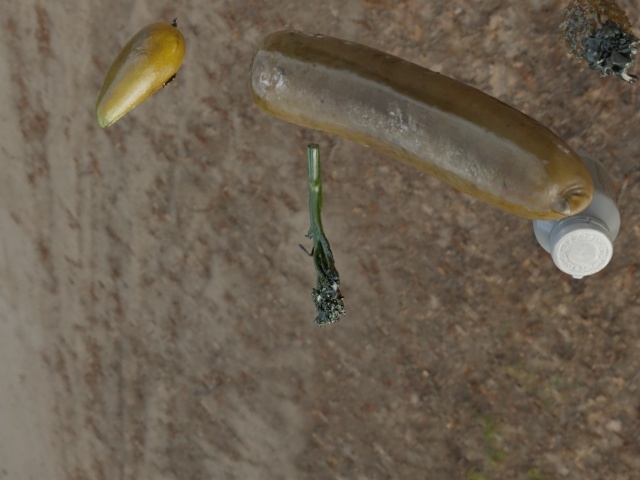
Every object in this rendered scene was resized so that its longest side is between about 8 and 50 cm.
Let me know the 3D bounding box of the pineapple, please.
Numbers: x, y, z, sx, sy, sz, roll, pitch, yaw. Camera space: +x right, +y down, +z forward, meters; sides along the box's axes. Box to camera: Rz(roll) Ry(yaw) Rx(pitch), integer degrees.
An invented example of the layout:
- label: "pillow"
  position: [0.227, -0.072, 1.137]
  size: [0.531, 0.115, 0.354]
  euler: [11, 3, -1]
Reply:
- label: "pineapple"
  position: [0.417, -0.293, 1.449]
  size: [0.108, 0.197, 0.108]
  euler: [-1, 124, -1]

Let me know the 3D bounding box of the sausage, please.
- label: "sausage"
  position: [0.117, -0.154, 1.233]
  size: [0.501, 0.136, 0.123]
  euler: [26, 132, 26]

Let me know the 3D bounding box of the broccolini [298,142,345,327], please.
- label: "broccolini"
  position: [-0.001, -0.008, 1.411]
  size: [0.123, 0.062, 0.271]
  euler: [171, 94, -71]

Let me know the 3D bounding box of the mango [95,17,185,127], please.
- label: "mango"
  position: [-0.257, -0.239, 1.385]
  size: [0.066, 0.187, 0.101]
  euler: [41, 178, -41]

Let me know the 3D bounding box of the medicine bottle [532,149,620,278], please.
- label: "medicine bottle"
  position: [0.408, -0.041, 1.577]
  size: [0.135, 0.215, 0.135]
  euler: [3, 125, 5]
